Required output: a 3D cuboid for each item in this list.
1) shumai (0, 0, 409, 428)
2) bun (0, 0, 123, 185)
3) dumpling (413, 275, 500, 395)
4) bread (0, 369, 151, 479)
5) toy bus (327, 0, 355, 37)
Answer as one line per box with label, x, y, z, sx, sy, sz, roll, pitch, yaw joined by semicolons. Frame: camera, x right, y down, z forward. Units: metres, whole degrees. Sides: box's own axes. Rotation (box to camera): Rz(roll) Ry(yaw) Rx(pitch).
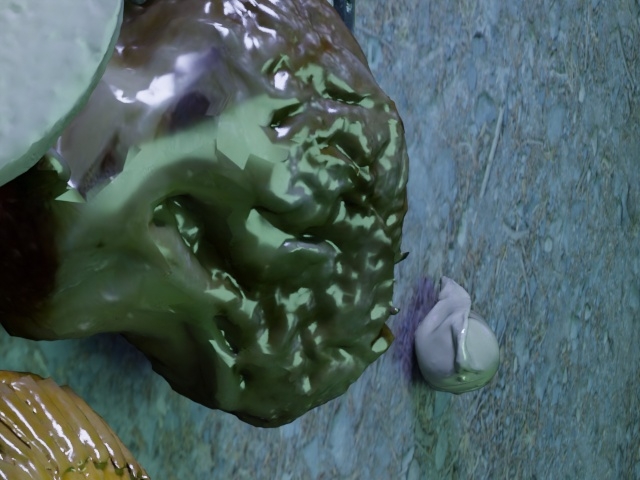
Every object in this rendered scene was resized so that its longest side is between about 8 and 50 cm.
shumai;-0.087;-0.024;0.805;0.283;0.217;0.346;-16;111;-61
bun;-0.234;-0.131;0.585;0.263;0.175;0.263;-1;92;-21
dumpling;0.157;0.107;1.413;0.169;0.099;0.134;30;54;-62
bread;-0.189;0.193;0.734;0.240;0.139;0.240;5;90;-65
toy bus;-0.039;-0.202;1.016;0.226;0.074;0.081;-17;110;-61
